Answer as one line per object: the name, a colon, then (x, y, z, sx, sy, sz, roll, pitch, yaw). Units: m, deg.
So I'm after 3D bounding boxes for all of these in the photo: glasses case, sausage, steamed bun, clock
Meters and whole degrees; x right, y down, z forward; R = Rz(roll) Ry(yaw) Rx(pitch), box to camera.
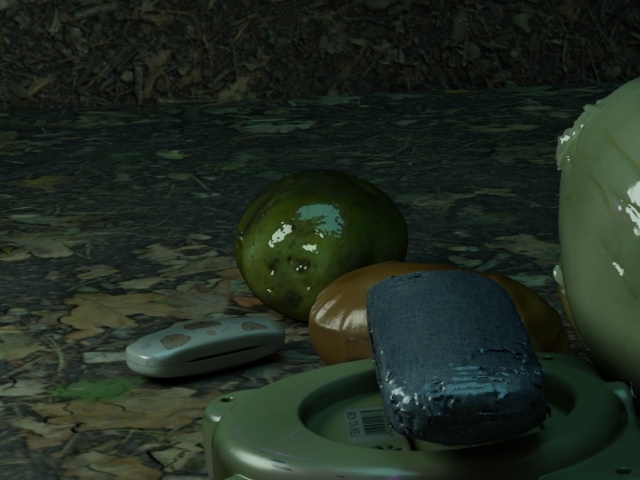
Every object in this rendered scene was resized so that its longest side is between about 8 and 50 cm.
glasses case: (-0.109, 0.101, 1.567, 0.164, 0.041, 0.063, -9, 16, -34)
sausage: (0.108, 0.084, 1.466, 0.241, 0.120, 0.136, 7, 30, 27)
glasses case: (0.090, 0.075, 1.147, 0.109, 0.067, 0.282, -2, 13, -2)
steamed bun: (0.319, 0.049, 1.276, 0.334, 0.233, 0.312, 36, 16, -16)
clock: (0.073, 0.165, 1.159, 0.309, 0.114, 0.284, -5, 17, -3)

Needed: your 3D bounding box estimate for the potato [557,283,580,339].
potato: (0.296, 0.055, 1.603, 0.118, 0.109, 0.178, 20, 16, -10)

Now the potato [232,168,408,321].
potato: (-0.002, 0.001, 1.771, 0.197, 0.148, 0.228, -10, 11, 26)
